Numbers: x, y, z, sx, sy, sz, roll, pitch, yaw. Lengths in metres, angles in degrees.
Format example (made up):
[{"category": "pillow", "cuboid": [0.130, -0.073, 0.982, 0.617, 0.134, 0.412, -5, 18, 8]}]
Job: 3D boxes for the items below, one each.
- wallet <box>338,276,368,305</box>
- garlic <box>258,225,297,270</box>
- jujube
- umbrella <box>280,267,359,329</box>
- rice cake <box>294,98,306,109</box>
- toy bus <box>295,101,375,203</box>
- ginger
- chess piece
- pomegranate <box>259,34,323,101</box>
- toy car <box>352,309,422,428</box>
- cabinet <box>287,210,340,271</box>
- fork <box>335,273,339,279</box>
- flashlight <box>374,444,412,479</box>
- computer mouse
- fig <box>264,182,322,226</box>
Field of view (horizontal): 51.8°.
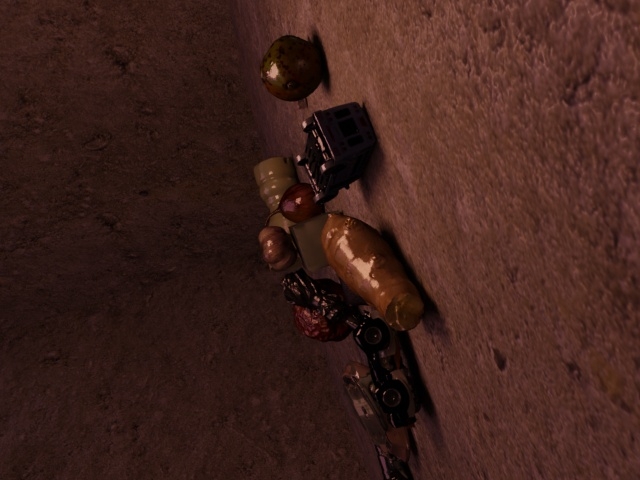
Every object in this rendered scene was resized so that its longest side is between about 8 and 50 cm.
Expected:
[{"category": "wallet", "cuboid": [0.098, 0.069, 1.805, 0.262, 0.071, 0.221, 172, 82, -75]}, {"category": "garlic", "cuboid": [-0.128, 0.020, 2.055, 0.147, 0.102, 0.159, 57, -170, -20]}, {"category": "jujube", "cuboid": [0.008, 0.237, 2.232, 0.232, 0.213, 0.213, 15, 122, 66]}, {"category": "umbrella", "cuboid": [0.019, 0.204, 2.066, 0.340, 0.118, 0.118, 32, 155, 20]}, {"category": "rice cake", "cuboid": [-0.086, -0.479, 2.031, 0.047, 0.036, 0.206, 98, 156, -49]}, {"category": "toy bus", "cuboid": [0.032, -0.187, 1.456, 0.292, 0.133, 0.125, 111, 136, -74]}, {"category": "ginger", "cuboid": [0.109, 0.099, 1.431, 0.375, 0.166, 0.236, -106, 14, -45]}, {"category": "chess piece", "cuboid": [-0.143, -0.110, 2.669, 0.234, 0.234, 0.442, 105, 152, -76]}, {"category": "pomegranate", "cuboid": [-0.066, -0.433, 1.618, 0.205, 0.159, 0.159, -77, -18, -49]}, {"category": "toy car", "cuboid": [0.170, 0.313, 1.622, 0.193, 0.118, 0.301, 67, -176, -78]}, {"category": "cabinet", "cuboid": [0.000, 0.000, 2.027, 0.206, 0.150, 0.145, -170, 59, -82]}, {"category": "fork", "cuboid": [0.085, 0.191, 2.351, 0.034, 0.028, 0.219, 57, 168, 40]}, {"category": "flashlight", "cuboid": [0.218, 0.685, 2.174, 0.103, 0.103, 0.424, 97, 155, -72]}, {"category": "computer mouse", "cuboid": [0.192, 0.523, 1.975, 0.389, 0.115, 0.199, 61, 161, 5]}, {"category": "fig", "cuboid": [-0.079, -0.128, 2.303, 0.149, 0.202, 0.148, -21, -70, -63]}]
